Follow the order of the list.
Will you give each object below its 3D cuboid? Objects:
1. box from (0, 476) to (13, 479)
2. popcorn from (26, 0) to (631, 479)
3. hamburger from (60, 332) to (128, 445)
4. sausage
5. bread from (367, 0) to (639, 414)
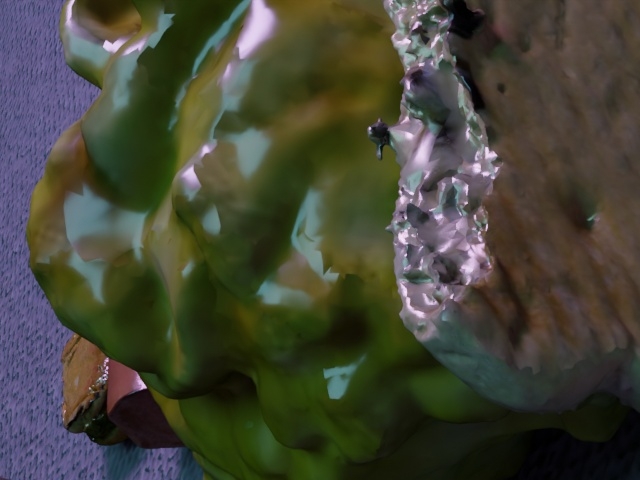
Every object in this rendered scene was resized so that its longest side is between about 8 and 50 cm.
[{"bbox_3d":[-0.170,0.294,0.829,0.051,0.204,0.365,5,77,63],"label":"box"},{"bbox_3d":[0.000,0.000,0.700,0.250,0.235,0.242,-55,46,52],"label":"popcorn"},{"bbox_3d":[-0.125,0.079,1.070,0.076,0.044,0.083,-50,31,37],"label":"hamburger"},{"bbox_3d":[-0.087,0.034,1.018,0.065,0.065,0.169,-47,34,38],"label":"sausage"},{"bbox_3d":[0.105,-0.042,0.584,0.039,0.181,0.251,120,154,-51],"label":"bread"}]
